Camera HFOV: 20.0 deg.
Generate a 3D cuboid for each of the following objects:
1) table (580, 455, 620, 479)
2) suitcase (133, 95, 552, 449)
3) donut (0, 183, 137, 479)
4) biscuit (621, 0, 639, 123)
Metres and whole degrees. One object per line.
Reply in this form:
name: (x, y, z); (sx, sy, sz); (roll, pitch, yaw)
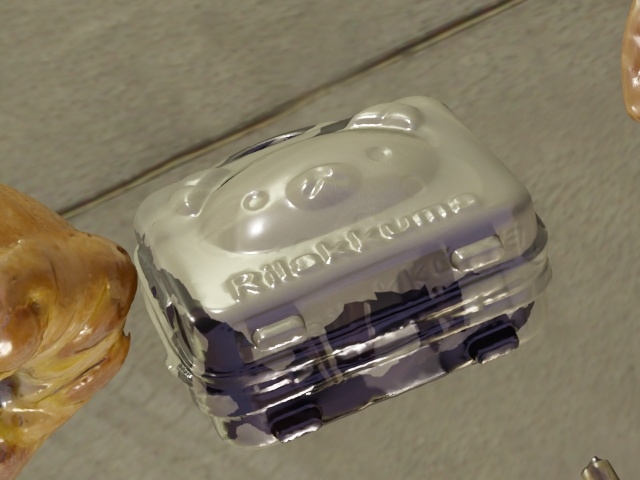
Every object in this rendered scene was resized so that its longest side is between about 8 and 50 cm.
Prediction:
table: (0.107, 0.165, 0.577); (0.121, 0.240, 0.111); (-36, 57, -5)
suitcase: (0.000, 0.000, 1.657); (0.352, 0.339, 0.194); (-21, 124, -10)
donut: (-0.275, 0.088, 1.332); (0.150, 0.317, 0.299); (42, 68, 14)
biscuit: (0.265, -0.065, 0.842); (0.351, 0.057, 0.312); (-45, 54, 48)
